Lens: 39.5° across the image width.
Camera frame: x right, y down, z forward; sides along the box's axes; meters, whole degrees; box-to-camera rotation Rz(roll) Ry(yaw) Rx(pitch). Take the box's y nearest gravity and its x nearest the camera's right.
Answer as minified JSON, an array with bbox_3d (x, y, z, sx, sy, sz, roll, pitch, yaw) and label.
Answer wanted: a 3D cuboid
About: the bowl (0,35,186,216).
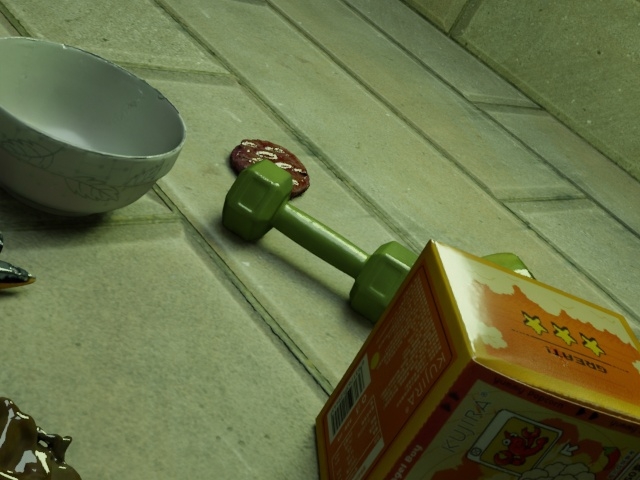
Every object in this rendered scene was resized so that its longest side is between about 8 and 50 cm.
[{"bbox_3d":[-0.332,-0.134,1.168,0.287,0.144,0.287,22,28,-13],"label":"bowl"}]

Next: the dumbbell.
[{"bbox_3d":[0.000,0.000,1.301,0.302,0.121,0.108,32,-2,6],"label":"dumbbell"}]

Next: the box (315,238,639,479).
[{"bbox_3d":[0.173,0.199,0.933,0.259,0.283,0.214,21,29,-16],"label":"box"}]

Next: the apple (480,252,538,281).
[{"bbox_3d":[0.232,0.109,1.262,0.193,0.120,0.265,-18,32,1],"label":"apple"}]

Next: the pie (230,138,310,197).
[{"bbox_3d":[-0.083,-0.123,1.512,0.154,0.036,0.154,23,29,-13],"label":"pie"}]

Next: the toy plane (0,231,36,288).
[{"bbox_3d":[-0.419,0.014,0.874,0.316,0.103,0.204,2,37,-42],"label":"toy plane"}]

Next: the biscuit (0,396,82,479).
[{"bbox_3d":[-0.320,0.133,0.607,0.366,0.115,0.268,59,31,-11],"label":"biscuit"}]
